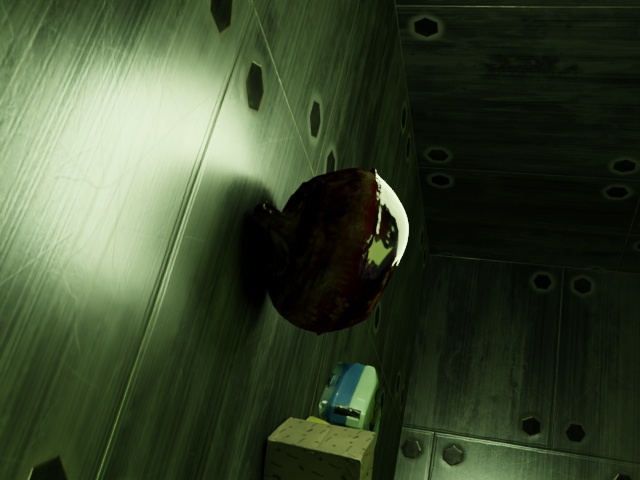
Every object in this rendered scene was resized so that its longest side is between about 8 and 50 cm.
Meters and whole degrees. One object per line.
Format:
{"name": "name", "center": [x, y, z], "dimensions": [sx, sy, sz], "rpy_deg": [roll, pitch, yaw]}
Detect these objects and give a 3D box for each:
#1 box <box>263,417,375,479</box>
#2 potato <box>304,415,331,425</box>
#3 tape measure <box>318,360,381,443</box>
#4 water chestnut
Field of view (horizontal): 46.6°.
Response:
{"name": "box", "center": [-0.006, 0.588, 1.695], "dimensions": [0.190, 0.225, 0.297], "rpy_deg": [-11, 107, -73]}
{"name": "potato", "center": [0.013, 0.564, 1.973], "dimensions": [0.202, 0.117, 0.182], "rpy_deg": [67, 29, -59]}
{"name": "tape measure", "center": [0.095, 0.520, 2.214], "dimensions": [0.259, 0.138, 0.262], "rpy_deg": [-52, 144, -61]}
{"name": "water chestnut", "center": [0.000, 0.000, 1.478], "dimensions": [0.350, 0.302, 0.351], "rpy_deg": [-57, -159, 35]}
